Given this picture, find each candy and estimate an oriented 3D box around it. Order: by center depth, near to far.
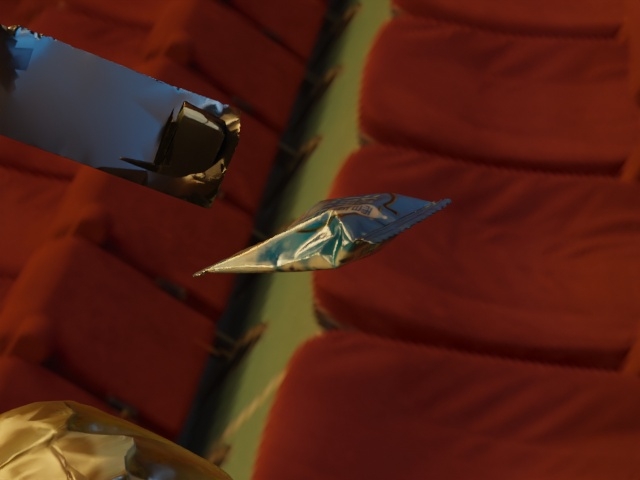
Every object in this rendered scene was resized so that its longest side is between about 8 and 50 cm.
[{"bbox_3d":[0.001,0.000,0.845,0.136,0.038,0.088,-11,13,38],"label":"candy"}]

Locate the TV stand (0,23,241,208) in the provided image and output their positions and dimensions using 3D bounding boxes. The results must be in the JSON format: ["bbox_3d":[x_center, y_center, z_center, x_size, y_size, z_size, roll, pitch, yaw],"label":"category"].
[{"bbox_3d":[-0.169,-0.087,0.775,0.040,0.256,0.049,-94,27,-60],"label":"TV stand"}]

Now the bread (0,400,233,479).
[{"bbox_3d":[-0.166,0.239,1.084,0.341,0.300,0.210,-140,55,-68],"label":"bread"}]
